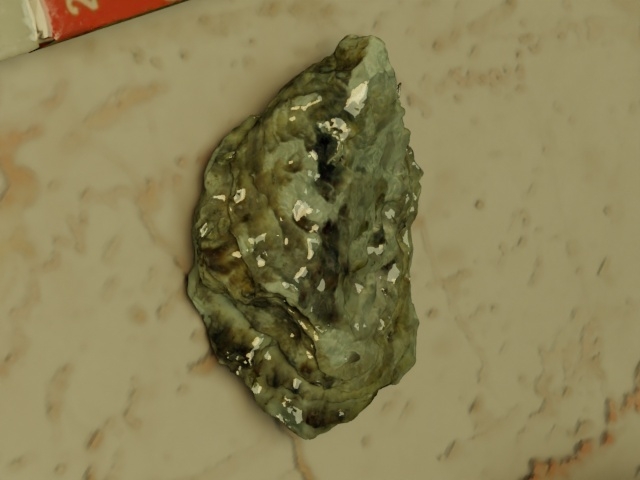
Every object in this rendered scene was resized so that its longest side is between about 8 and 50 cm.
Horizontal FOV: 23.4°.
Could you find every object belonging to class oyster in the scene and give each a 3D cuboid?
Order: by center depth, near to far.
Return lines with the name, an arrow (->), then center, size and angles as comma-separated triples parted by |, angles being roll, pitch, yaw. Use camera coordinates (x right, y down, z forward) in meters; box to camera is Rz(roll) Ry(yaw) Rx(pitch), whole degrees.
oyster -> 0.000, 0.000, 0.726 | 0.125, 0.064, 0.177 | -22, 104, -34

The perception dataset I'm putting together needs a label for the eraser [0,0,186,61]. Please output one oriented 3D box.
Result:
eraser -> -0.097, -0.175, 0.672 | 0.230, 0.038, 0.157 | -24, 104, -29
